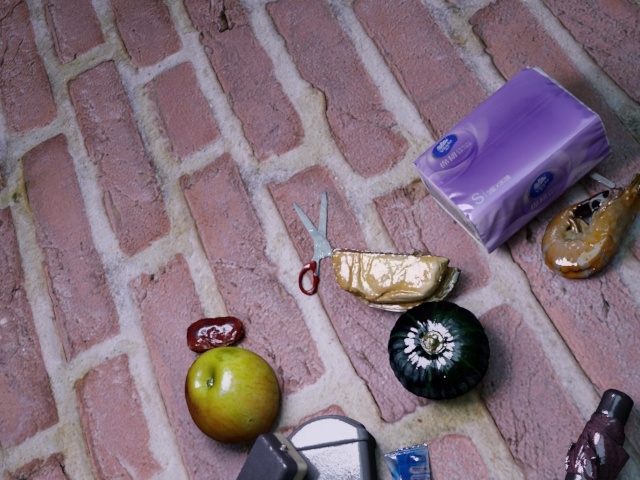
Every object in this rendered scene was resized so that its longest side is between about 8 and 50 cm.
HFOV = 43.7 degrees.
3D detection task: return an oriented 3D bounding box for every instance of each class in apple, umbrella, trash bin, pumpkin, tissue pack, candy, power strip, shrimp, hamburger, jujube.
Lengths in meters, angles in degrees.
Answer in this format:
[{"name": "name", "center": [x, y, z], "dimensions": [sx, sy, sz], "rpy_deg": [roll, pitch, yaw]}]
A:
[{"name": "apple", "center": [-0.181, 0.307, 1.611], "dimensions": [0.195, 0.196, 0.196], "rpy_deg": [-8, 61, 14]}, {"name": "umbrella", "center": [0.469, 0.411, 1.394], "dimensions": [0.326, 0.094, 0.090], "rpy_deg": [-60, 18, -14]}, {"name": "trash bin", "center": [0.023, 0.453, 1.513], "dimensions": [0.176, 0.101, 0.236], "rpy_deg": [-12, 63, 11]}, {"name": "pumpkin", "center": [0.227, 0.211, 1.547], "dimensions": [0.201, 0.140, 0.202], "rpy_deg": [-9, 60, 17]}, {"name": "tissue pack", "center": [0.392, -0.176, 1.652], "dimensions": [0.338, 0.160, 0.242], "rpy_deg": [-41, 49, 2]}, {"name": "candy", "center": [0.167, 0.451, 1.501], "dimensions": [0.088, 0.038, 0.136], "rpy_deg": [-12, 51, 9]}, {"name": "power strip", "center": [-0.114, 0.484, 1.492], "dimensions": [0.105, 0.070, 0.257], "rpy_deg": [40, 110, 43]}, {"name": "shrimp", "center": [0.558, -0.045, 1.623], "dimensions": [0.152, 0.063, 0.287], "rpy_deg": [30, 76, 42]}, {"name": "hamburger", "center": [0.155, 0.082, 1.653], "dimensions": [0.261, 0.124, 0.131], "rpy_deg": [4, 82, 18]}, {"name": "jujube", "center": [-0.231, 0.201, 1.742], "dimensions": [0.129, 0.077, 0.077], "rpy_deg": [-15, 60, 5]}]

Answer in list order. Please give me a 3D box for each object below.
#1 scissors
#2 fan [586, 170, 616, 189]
[{"name": "scissors", "center": [0.000, 0.000, 1.805], "dimensions": [0.144, 0.017, 0.248], "rpy_deg": [-19, 58, 7]}, {"name": "fan", "center": [0.477, -0.182, 1.719], "dimensions": [0.223, 0.012, 0.294], "rpy_deg": [-21, 50, 15]}]
